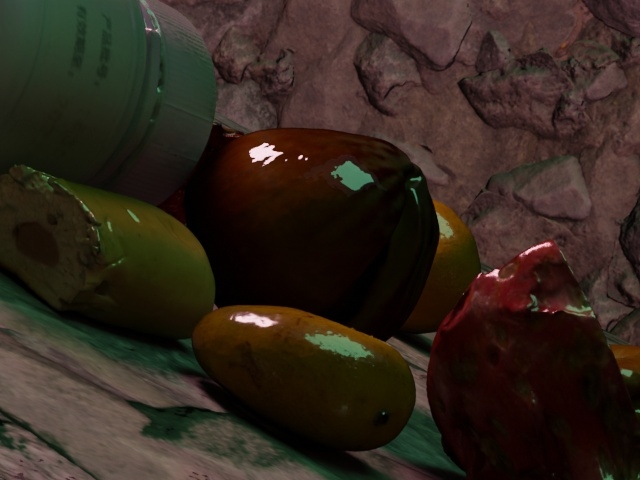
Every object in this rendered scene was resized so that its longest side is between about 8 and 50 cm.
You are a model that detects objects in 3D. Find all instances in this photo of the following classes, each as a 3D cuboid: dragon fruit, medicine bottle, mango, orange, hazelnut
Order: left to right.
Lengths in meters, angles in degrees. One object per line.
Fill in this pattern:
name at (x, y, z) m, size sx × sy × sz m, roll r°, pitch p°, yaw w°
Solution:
medicine bottle at (-0.247, -0.139, 1.604) m, size 0.241 × 0.241 × 0.302 m, roll 31°, pitch 7°, yaw 33°
dragon fruit at (-0.138, -0.074, 2.157) m, size 0.161 × 0.121 × 0.127 m, roll 23°, pitch 1°, yaw -3°
mango at (-0.012, 0.092, 1.417) m, size 0.165 × 0.089 × 0.115 m, roll 24°, pitch 5°, yaw -6°
hazelnut at (0.000, 0.000, 1.700) m, size 0.217 × 0.217 × 0.251 m, roll 32°, pitch -6°, yaw 36°
orange at (0.101, 0.030, 2.201) m, size 0.159 × 0.136 × 0.159 m, roll 43°, pitch -28°, yaw 29°
dragon fruit at (0.172, 0.156, 1.477) m, size 0.211 × 0.134 × 0.262 m, roll 55°, pitch -12°, yaw 47°

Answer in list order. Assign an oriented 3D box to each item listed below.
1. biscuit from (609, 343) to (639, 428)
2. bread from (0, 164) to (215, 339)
biscuit at (0.220, 0.138, 1.865) m, size 0.220 × 0.066 × 0.220 m, roll -2°, pitch 4°, yaw 0°
bread at (-0.159, 0.008, 1.486) m, size 0.134 × 0.085 × 0.173 m, roll 32°, pitch 8°, yaw 35°
